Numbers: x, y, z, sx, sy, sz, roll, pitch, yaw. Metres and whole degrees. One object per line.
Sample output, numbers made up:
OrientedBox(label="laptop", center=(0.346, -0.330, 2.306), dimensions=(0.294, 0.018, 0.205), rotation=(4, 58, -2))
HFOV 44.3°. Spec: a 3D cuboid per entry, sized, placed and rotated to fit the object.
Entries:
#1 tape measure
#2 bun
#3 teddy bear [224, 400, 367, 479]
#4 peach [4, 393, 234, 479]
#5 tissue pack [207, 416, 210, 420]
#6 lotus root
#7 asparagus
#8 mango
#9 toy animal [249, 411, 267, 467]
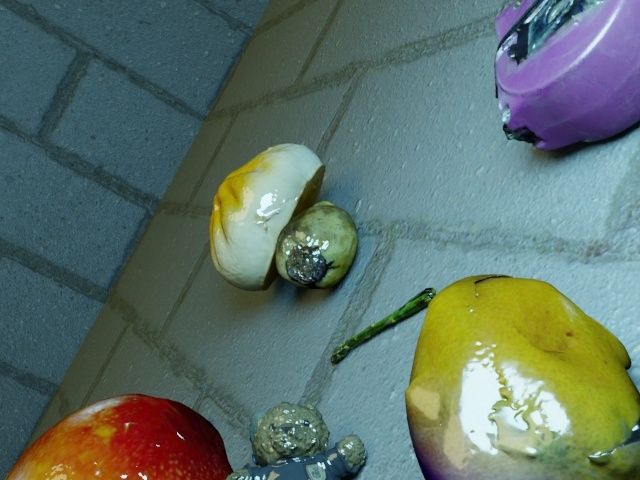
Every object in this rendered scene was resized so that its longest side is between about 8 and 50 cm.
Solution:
OrientedBox(label="tape measure", center=(0.301, -0.228, 0.919), dimensions=(0.245, 0.149, 0.231), rotation=(-39, 28, 43))
OrientedBox(label="bun", center=(-0.118, -0.055, 1.475), dimensions=(0.299, 0.165, 0.298), rotation=(24, -90, -85))
OrientedBox(label="teddy bear", center=(-0.029, 0.315, 0.986), dimensions=(0.251, 0.182, 0.129), rotation=(-107, 19, -55))
OrientedBox(label="peach", center=(-0.263, 0.395, 1.055), dimensions=(0.388, 0.388, 0.388), rotation=(-47, 25, 30))
OrientedBox(label="tissue pack", center=(-0.240, 0.425, 1.442), dimensions=(0.122, 0.026, 0.193), rotation=(-52, 23, 18))
OrientedBox(label="lotus root", center=(0.000, 0.000, 1.334), dimensions=(0.138, 0.138, 0.214), rotation=(-44, 14, 35))
OrientedBox(label="asparagus", center=(0.081, 0.126, 1.128), dimensions=(0.022, 0.023, 0.233), rotation=(-17, -17, -47))
OrientedBox(label="mango", center=(0.172, 0.136, 0.691), dimensions=(0.287, 0.201, 0.152), rotation=(-77, 5, -62))
OrientedBox(label="toy animal", center=(-0.046, 0.328, 1.108), dimensions=(0.253, 0.070, 0.079), rotation=(-125, 31, -54))
